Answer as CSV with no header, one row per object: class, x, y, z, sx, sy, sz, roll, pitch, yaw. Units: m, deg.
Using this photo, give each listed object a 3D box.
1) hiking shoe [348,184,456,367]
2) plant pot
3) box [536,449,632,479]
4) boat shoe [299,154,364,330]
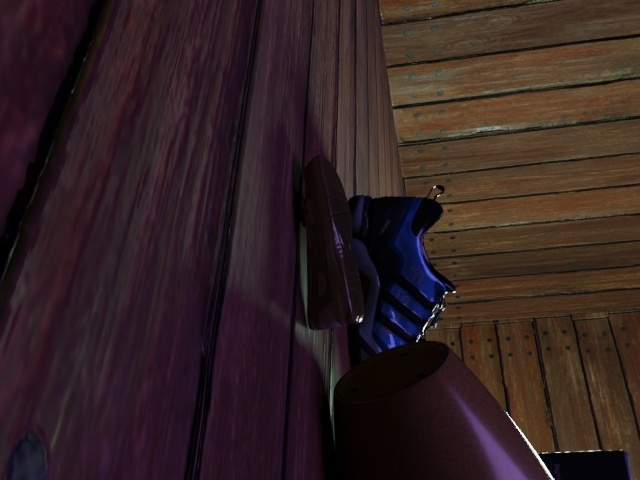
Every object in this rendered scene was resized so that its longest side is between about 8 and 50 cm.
hiking shoe,0.103,0.090,0.915,0.113,0.132,0.304,-56,140,-75
plant pot,0.111,0.236,0.713,0.237,0.237,0.254,-58,126,-75
box,0.349,0.518,1.356,0.293,0.395,0.212,65,21,-63
boat shoe,0.001,0.001,0.648,0.056,0.048,0.153,11,67,-68
